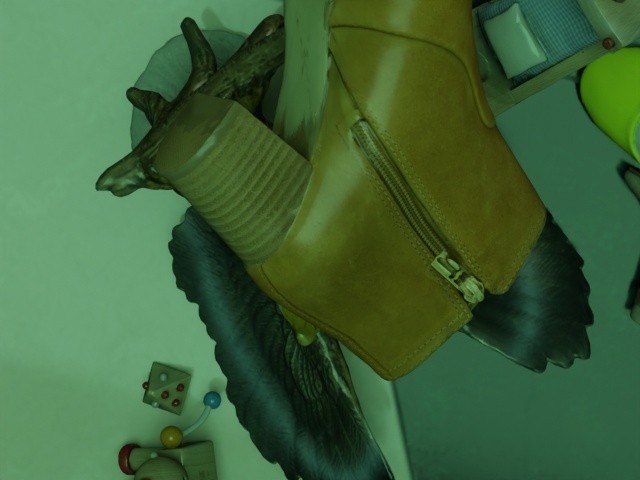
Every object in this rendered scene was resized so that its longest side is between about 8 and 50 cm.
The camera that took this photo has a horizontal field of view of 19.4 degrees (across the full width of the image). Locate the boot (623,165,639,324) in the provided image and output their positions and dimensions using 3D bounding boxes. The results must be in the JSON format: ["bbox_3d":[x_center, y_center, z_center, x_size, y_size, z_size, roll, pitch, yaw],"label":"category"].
[{"bbox_3d":[0.229,0.017,1.223,0.118,0.042,0.087,33,107,3],"label":"boot"}]

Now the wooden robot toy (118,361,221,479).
[{"bbox_3d":[-0.105,0.167,1.225,0.076,0.079,0.173,-9,88,21],"label":"wooden robot toy"}]

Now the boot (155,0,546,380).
[{"bbox_3d":[0.063,-0.084,1.041,0.211,0.104,0.295,39,86,-31],"label":"boot"}]

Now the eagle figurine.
[{"bbox_3d":[-0.002,0.009,1.178,0.226,0.225,0.298,-7,139,42],"label":"eagle figurine"}]

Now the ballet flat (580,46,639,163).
[{"bbox_3d":[0.267,-0.045,1.187,0.231,0.077,0.077,33,115,-4],"label":"ballet flat"}]

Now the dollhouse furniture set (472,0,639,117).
[{"bbox_3d":[0.120,-0.187,1.111,0.129,0.129,0.184,-29,92,47],"label":"dollhouse furniture set"}]
